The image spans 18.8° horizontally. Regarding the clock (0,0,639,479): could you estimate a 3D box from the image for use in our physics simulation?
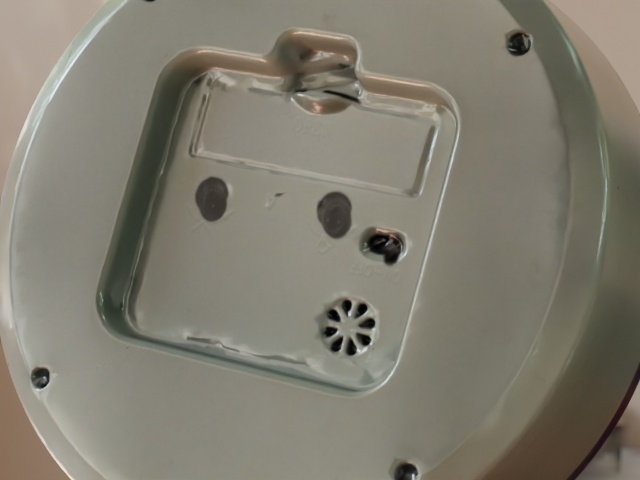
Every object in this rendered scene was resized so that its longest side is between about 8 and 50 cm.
[{"bbox_3d":[0.000,0.000,0.668,0.230,0.230,0.083,7,-12,25],"label":"clock"}]
